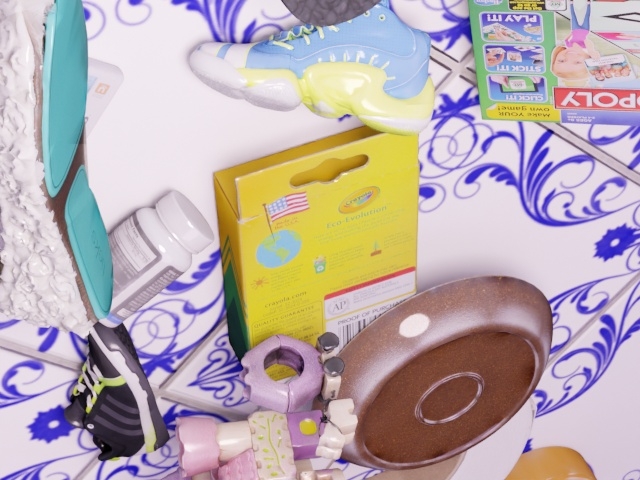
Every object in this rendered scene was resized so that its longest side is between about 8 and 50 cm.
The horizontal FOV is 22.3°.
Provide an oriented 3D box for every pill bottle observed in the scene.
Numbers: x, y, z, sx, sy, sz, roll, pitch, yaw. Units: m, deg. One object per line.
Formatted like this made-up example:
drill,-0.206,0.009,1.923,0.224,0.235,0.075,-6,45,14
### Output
pill bottle,-0.177,0.017,1.611,0.137,0.078,0.078,-38,139,9

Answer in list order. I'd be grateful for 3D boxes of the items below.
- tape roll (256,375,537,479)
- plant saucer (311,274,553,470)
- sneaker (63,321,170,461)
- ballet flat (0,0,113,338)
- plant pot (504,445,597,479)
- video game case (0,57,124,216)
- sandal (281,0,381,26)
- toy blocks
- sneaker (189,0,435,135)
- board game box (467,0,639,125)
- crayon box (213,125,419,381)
tape roll,0.079,0.261,2.019,0.392,0.072,0.392,-17,137,-16
plant saucer,0.139,0.167,1.860,0.311,0.050,0.310,-17,140,-15
sneaker,-0.228,0.171,1.733,0.097,0.084,0.234,-22,139,-8
ballet flat,-0.265,-0.062,1.413,0.147,0.147,0.409,-16,137,-16
plant pot,0.319,0.420,2.232,0.205,0.188,0.205,-17,138,-16
video game case,-0.303,-0.105,1.455,0.201,0.023,0.183,14,123,-39
sandal,0.023,-0.393,1.314,0.168,0.107,0.445,-10,123,-21
toy blocks,-0.103,0.295,1.688,0.260,0.288,0.309,-4,145,-12
sneaker,-0.001,-0.180,1.531,0.240,0.091,0.126,13,87,-20
board game box,0.308,-0.187,1.570,0.317,0.046,0.213,3,149,12
crayon box,0.000,0.000,1.698,0.202,0.081,0.318,-17,139,-15
